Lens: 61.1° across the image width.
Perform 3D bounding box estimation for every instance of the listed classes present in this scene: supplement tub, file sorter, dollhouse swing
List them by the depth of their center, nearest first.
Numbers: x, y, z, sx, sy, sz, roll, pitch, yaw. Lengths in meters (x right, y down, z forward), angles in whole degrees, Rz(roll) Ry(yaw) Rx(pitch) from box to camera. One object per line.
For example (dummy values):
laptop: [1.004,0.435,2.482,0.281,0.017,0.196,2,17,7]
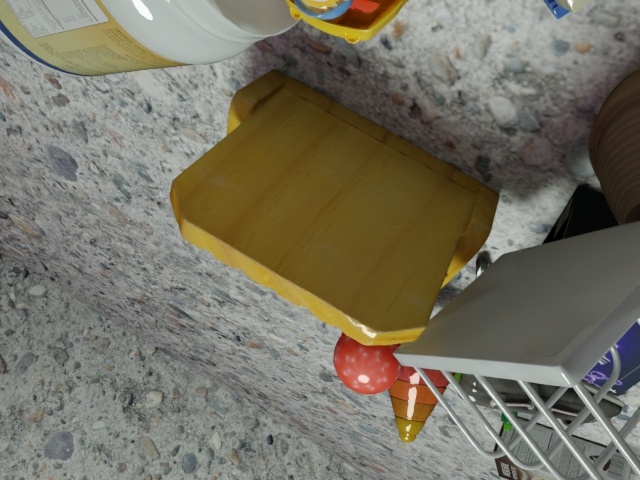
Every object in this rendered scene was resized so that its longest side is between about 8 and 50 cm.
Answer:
file sorter: [0.238,0.114,0.507,0.173,0.193,0.278,52,162,-1]
supplement tub: [-0.179,-0.287,0.536,0.316,0.228,0.228,8,142,36]
dollhouse swing: [0.000,0.000,0.714,0.347,0.305,0.315,30,150,4]

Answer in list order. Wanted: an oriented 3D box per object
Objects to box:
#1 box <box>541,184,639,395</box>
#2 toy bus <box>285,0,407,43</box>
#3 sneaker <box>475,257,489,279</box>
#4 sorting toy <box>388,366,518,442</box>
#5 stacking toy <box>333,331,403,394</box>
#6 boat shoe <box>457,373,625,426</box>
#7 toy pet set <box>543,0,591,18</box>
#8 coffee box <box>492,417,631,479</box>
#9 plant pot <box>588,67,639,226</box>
box: [0.357,0.076,0.689,0.184,0.103,0.261,22,149,14]
toy bus: [0.026,-0.240,0.431,0.149,0.220,0.211,29,157,12]
sneaker: [0.262,0.063,0.830,0.044,0.040,0.109,-3,141,25]
sorting toy: [0.239,0.278,0.921,0.365,0.126,0.127,16,170,-37]
stacking toy: [0.089,0.129,0.806,0.141,0.141,0.330,31,-167,3]
boat shoe: [0.342,0.239,0.853,0.335,0.095,0.112,25,-178,-26]
toy pet set: [0.231,-0.227,0.426,0.114,0.065,0.122,-33,118,21]
coffee box: [0.502,0.473,1.134,0.246,0.098,0.141,11,143,33]
plant pot: [0.346,-0.043,0.472,0.237,0.110,0.237,31,160,12]
